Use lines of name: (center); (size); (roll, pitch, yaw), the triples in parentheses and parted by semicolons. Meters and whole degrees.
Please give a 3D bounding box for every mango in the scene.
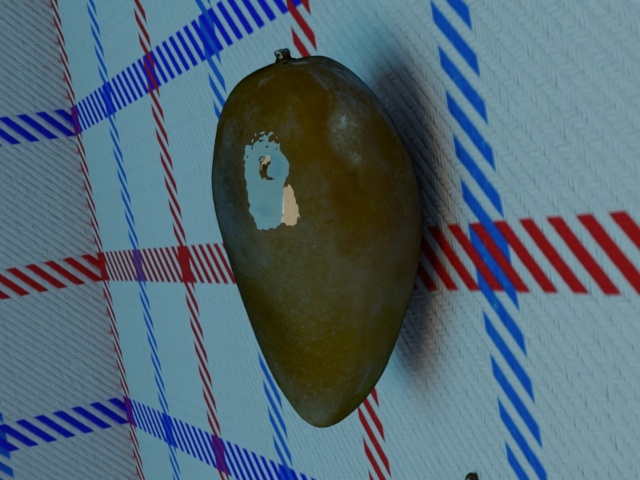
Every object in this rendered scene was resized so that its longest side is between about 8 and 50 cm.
mango: (0.000, 0.000, 1.133); (0.221, 0.199, 0.383); (22, 121, 62)

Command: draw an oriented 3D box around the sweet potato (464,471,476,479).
sweet potato: (0.132, 0.368, 1.174); (0.067, 0.059, 0.281); (13, 113, 56)
